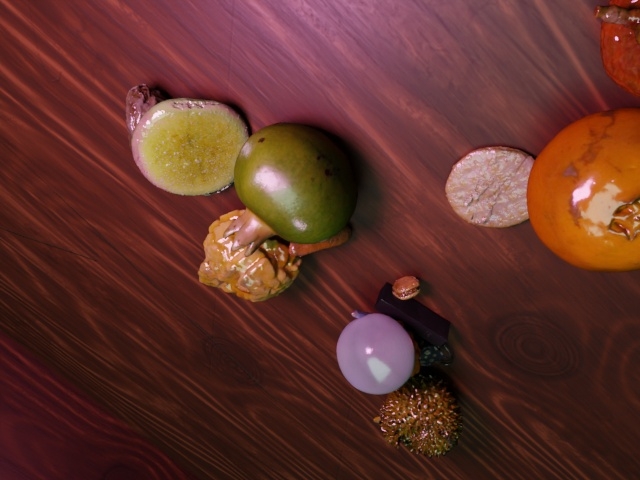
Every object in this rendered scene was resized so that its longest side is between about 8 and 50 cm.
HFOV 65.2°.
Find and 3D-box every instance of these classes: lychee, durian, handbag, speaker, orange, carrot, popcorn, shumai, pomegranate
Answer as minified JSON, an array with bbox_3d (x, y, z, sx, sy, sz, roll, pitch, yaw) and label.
[{"bbox_3d":[0.572,-0.336,0.785,0.300,0.255,0.255,8,136,-28],"label":"lychee"},{"bbox_3d":[0.305,0.539,1.543,0.258,0.258,0.292,28,139,2],"label":"durian"},{"bbox_3d":[0.334,0.335,1.488,0.139,0.072,0.115,30,132,-18],"label":"handbag"},{"bbox_3d":[0.260,0.209,1.412,0.218,0.082,0.044,31,129,-3],"label":"speaker"},{"bbox_3d":[0.550,-0.092,0.938,0.313,0.312,0.311,11,127,15],"label":"orange"},{"bbox_3d":[0.000,0.000,1.315,0.060,0.186,0.060,45,145,44],"label":"carrot"},{"bbox_3d":[-0.214,0.050,1.394,0.333,0.225,0.264,-19,115,32],"label":"popcorn"},{"bbox_3d":[-0.405,-0.296,1.295,0.176,0.166,0.205,-2,152,-15],"label":"shumai"},{"bbox_3d":[-0.080,-0.101,1.173,0.358,0.216,0.310,-46,105,0],"label":"pomegranate"}]

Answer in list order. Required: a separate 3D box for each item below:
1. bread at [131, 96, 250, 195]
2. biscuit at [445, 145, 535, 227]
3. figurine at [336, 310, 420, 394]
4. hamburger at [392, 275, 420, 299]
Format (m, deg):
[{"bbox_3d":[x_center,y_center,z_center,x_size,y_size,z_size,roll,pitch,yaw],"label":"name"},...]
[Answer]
[{"bbox_3d":[-0.320,-0.222,1.264,0.302,0.045,0.301,-11,136,-11],"label":"bread"},{"bbox_3d":[0.399,-0.117,1.149,0.220,0.033,0.219,10,126,14],"label":"biscuit"},{"bbox_3d":[0.153,0.359,1.440,0.225,0.205,0.381,38,156,21],"label":"figurine"},{"bbox_3d":[0.233,0.130,1.361,0.076,0.083,0.044,-19,108,0],"label":"hamburger"}]
